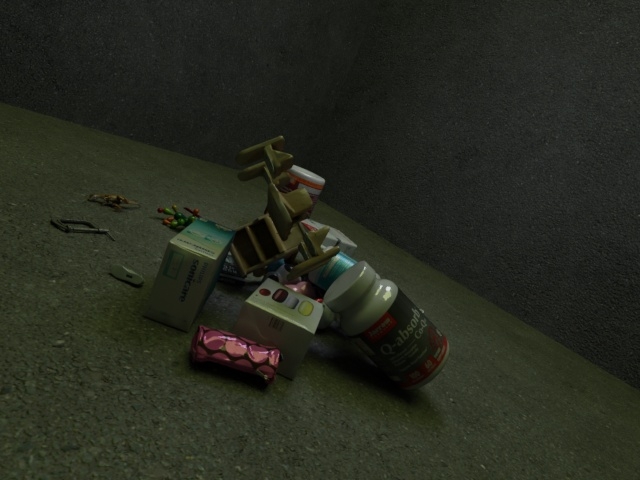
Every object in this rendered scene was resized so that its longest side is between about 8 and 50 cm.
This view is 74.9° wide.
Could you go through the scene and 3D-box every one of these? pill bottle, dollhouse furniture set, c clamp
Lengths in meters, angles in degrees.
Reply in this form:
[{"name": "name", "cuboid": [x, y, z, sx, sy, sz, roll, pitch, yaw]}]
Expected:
[{"name": "pill bottle", "cuboid": [-0.153, -0.170, 2.115, 0.224, 0.391, 0.224, 23, 12, -5]}, {"name": "pill bottle", "cuboid": [0.190, 0.248, 1.241, 0.363, 0.210, 0.210, 46, 10, -9]}, {"name": "dollhouse furniture set", "cuboid": [-0.163, -0.039, 1.270, 0.361, 0.257, 0.394, 63, -13, 8]}, {"name": "c clamp", "cuboid": [-0.757, -0.044, 1.330, 0.137, 0.022, 0.161, 34, 15, 34]}, {"name": "pill bottle", "cuboid": [0.101, 0.141, 1.419, 0.264, 0.146, 0.146, 32, 14, 17]}]

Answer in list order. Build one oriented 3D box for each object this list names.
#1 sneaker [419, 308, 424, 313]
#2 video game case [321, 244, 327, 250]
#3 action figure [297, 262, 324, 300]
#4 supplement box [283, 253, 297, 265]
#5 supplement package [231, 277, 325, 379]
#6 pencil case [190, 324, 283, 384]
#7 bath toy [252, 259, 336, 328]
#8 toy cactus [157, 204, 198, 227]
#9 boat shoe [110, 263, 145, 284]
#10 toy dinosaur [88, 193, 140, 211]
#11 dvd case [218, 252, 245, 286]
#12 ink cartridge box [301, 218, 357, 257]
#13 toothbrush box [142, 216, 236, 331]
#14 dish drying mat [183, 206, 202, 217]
[{"name": "sneaker", "cuboid": [0.331, 0.314, 1.744, 0.235, 0.094, 0.090, 14, 18, -34]}, {"name": "video game case", "cuboid": [0.057, 0.133, 1.715, 0.245, 0.061, 0.269, 28, -24, 16]}, {"name": "action figure", "cuboid": [0.028, 0.178, 1.569, 0.276, 0.164, 0.140, 22, -33, 18]}, {"name": "supplement box", "cuboid": [-0.199, 0.034, 1.863, 0.188, 0.104, 0.081, 16, 16, -32]}, {"name": "supplement package", "cuboid": [-0.113, 0.230, 1.136, 0.194, 0.149, 0.203, 25, 14, 2]}, {"name": "pencil case", "cuboid": [-0.198, 0.269, 0.973, 0.210, 0.095, 0.098, 20, 30, -13]}, {"name": "bath toy", "cuboid": [-0.096, 0.172, 1.439, 0.348, 0.151, 0.129, 37, -19, 32]}, {"name": "toy cactus", "cuboid": [-0.550, -0.087, 1.746, 0.219, 0.112, 0.180, 16, 2, 8]}, {"name": "boat shoe", "cuboid": [-0.536, 0.097, 1.165, 0.100, 0.035, 0.035, 21, -15, 2]}, {"name": "toy dinosaur", "cuboid": [-0.786, -0.157, 1.641, 0.212, 0.064, 0.112, 12, 17, -45]}, {"name": "dvd case", "cuboid": [-0.376, 0.084, 1.508, 0.180, 0.029, 0.238, 18, 14, -26]}, {"name": "ink cartridge box", "cuboid": [0.000, 0.000, 1.892, 0.273, 0.114, 0.197, 17, 17, -38]}, {"name": "toothbrush box", "cuboid": [-0.349, 0.080, 1.157, 0.126, 0.216, 0.295, 22, 14, -8]}, {"name": "dish drying mat", "cuboid": [-0.544, -0.119, 1.781, 0.032, 0.008, 0.083, 9, -21, 39]}]
